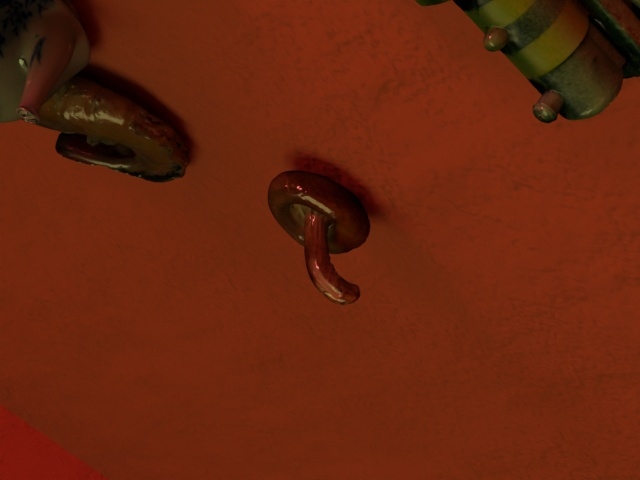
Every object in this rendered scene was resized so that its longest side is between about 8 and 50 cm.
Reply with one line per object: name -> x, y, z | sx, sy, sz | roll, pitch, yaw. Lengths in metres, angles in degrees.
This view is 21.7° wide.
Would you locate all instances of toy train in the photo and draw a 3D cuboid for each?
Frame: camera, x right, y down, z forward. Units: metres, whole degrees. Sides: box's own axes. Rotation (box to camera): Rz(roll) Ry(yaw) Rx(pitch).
toy train -> 0.111, -0.150, 0.911 | 0.200, 0.132, 0.083 | 42, 157, -19

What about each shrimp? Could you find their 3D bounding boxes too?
shrimp -> -0.226, -0.109, 1.566 | 0.253, 0.058, 0.173 | 13, 160, 36

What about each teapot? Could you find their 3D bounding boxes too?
teapot -> -0.293, -0.158, 1.414 | 0.232, 0.159, 0.159 | 14, 152, 38

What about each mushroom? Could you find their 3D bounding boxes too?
mushroom -> 0.008, -0.004, 1.427 | 0.130, 0.072, 0.088 | 62, 147, 15
